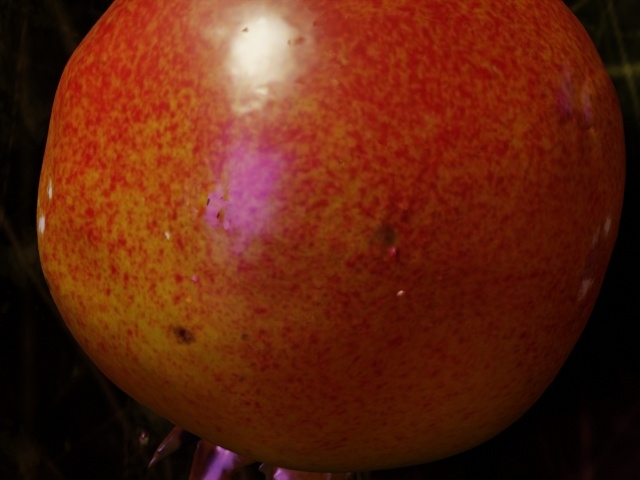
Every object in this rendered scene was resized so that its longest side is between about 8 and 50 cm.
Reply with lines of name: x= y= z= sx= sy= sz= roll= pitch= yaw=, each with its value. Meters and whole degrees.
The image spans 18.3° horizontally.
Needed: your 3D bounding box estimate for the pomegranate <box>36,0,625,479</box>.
pomegranate: x=0.000 y=0.000 z=0.752 sx=0.221 sy=0.221 sz=0.257 roll=19 pitch=107 yaw=38
